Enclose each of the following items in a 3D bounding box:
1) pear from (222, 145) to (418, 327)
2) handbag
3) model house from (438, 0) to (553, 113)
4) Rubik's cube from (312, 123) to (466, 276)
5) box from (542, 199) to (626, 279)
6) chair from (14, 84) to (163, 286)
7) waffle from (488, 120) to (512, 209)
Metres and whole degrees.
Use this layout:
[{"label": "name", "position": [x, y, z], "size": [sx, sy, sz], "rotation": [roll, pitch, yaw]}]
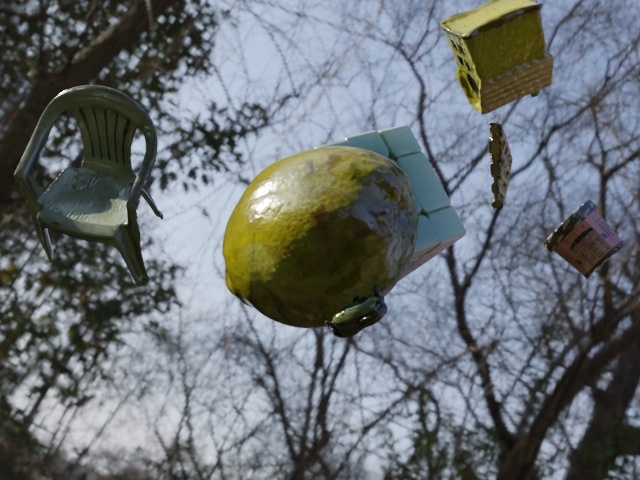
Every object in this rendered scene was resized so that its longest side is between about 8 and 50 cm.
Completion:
[{"label": "pear", "position": [0.000, 0.000, 1.725], "size": [0.413, 0.352, 0.352], "rotation": [-20, -47, 32]}, {"label": "handbag", "position": [0.064, 0.129, 1.535], "size": [0.047, 0.111, 0.072], "rotation": [58, 3, -34]}, {"label": "model house", "position": [0.399, -0.397, 1.962], "size": [0.234, 0.193, 0.175], "rotation": [66, -5, -24]}, {"label": "Rubik's cube", "position": [0.091, -0.050, 2.151], "size": [0.319, 0.316, 0.322], "rotation": [-40, -105, 50]}, {"label": "box", "position": [0.612, 0.004, 2.063], "size": [0.135, 0.151, 0.151], "rotation": [47, -17, 16]}, {"label": "chair", "position": [-0.356, -0.087, 1.440], "size": [0.203, 0.190, 0.275], "rotation": [15, -30, 6]}, {"label": "waffle", "position": [0.288, -0.121, 1.464], "size": [0.023, 0.097, 0.153], "rotation": [9, -17, 22]}]
